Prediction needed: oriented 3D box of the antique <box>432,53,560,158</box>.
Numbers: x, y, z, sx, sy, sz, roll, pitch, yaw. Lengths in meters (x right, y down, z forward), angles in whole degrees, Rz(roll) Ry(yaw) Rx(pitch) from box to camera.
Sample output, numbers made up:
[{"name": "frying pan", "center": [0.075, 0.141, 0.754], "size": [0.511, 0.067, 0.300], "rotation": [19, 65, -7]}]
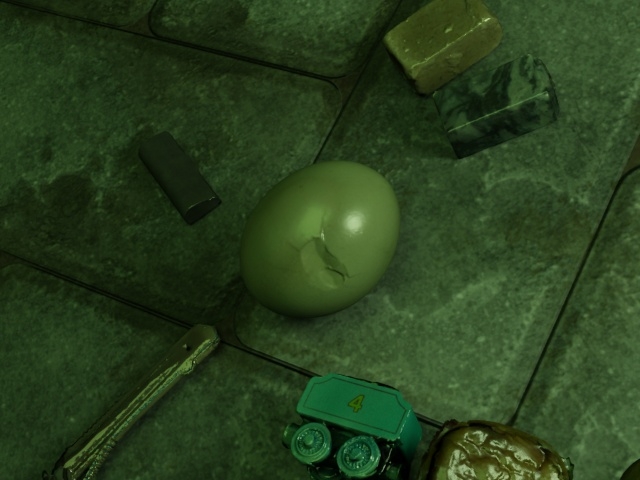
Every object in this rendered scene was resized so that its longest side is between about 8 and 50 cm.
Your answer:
[{"name": "antique", "center": [0.282, -0.213, 1.885], "size": [0.183, 0.086, 0.088], "rotation": [-21, 58, 11]}]

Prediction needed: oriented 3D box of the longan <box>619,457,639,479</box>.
[{"name": "longan", "center": [0.446, 0.343, 1.486], "size": [0.154, 0.145, 0.176], "rotation": [39, 124, 56]}]

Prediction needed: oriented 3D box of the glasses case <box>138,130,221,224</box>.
[{"name": "glasses case", "center": [-0.248, -0.112, 2.080], "size": [0.072, 0.042, 0.191], "rotation": [-34, 55, -7]}]

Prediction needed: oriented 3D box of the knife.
[{"name": "knife", "center": [-0.292, 0.270, 1.887], "size": [0.365, 0.043, 0.089], "rotation": [-45, 56, -8]}]

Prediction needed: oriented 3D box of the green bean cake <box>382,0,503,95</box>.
[{"name": "green bean cake", "center": [0.203, -0.334, 1.985], "size": [0.179, 0.085, 0.109], "rotation": [-35, 54, 0]}]

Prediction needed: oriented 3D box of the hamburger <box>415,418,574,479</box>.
[{"name": "hamburger", "center": [0.223, 0.328, 1.577], "size": [0.206, 0.130, 0.183], "rotation": [19, 65, 19]}]

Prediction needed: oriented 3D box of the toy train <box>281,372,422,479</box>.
[{"name": "toy train", "center": [0.049, 0.278, 1.703], "size": [0.197, 0.107, 0.154], "rotation": [12, 61, 28]}]

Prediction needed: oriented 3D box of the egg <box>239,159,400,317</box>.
[{"name": "egg", "center": [0.000, 0.000, 1.805], "size": [0.269, 0.219, 0.219], "rotation": [-42, 54, 17]}]
